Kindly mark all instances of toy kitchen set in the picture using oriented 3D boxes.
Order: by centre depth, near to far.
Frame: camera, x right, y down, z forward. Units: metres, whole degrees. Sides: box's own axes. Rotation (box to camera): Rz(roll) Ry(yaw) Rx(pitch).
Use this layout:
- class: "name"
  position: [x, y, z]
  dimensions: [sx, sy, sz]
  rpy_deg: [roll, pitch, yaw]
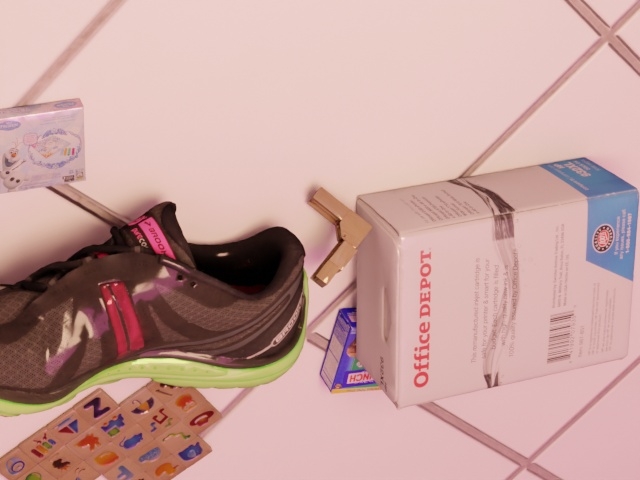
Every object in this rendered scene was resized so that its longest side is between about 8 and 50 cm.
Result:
- class: "toy kitchen set"
  position: [0.000, 0.000, 1.666]
  dimensions: [0.075, 0.068, 0.083]
  rpy_deg: [39, 77, -3]

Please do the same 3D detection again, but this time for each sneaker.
- class: "sneaker"
  position: [-0.223, 0.053, 1.550]
  dimensions: [0.482, 0.185, 0.202]
  rpy_deg: [-5, 122, -36]

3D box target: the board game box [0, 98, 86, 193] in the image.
- class: "board game box"
  position: [-0.280, -0.094, 1.486]
  dimensions: [0.090, 0.020, 0.090]
  rpy_deg: [-10, 131, -19]

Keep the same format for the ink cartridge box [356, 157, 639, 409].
- class: "ink cartridge box"
  position: [0.202, 0.045, 1.742]
  dimensions: [0.307, 0.129, 0.223]
  rpy_deg: [-10, 117, -19]

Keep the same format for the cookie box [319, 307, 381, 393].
- class: "cookie box"
  position: [0.058, 0.134, 1.832]
  dimensions: [0.092, 0.040, 0.107]
  rpy_deg: [-2, 127, -25]

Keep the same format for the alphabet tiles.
- class: "alphabet tiles"
  position: [-0.243, 0.249, 1.797]
  dimensions: [0.237, 0.009, 0.198]
  rpy_deg: [-35, 134, 3]
